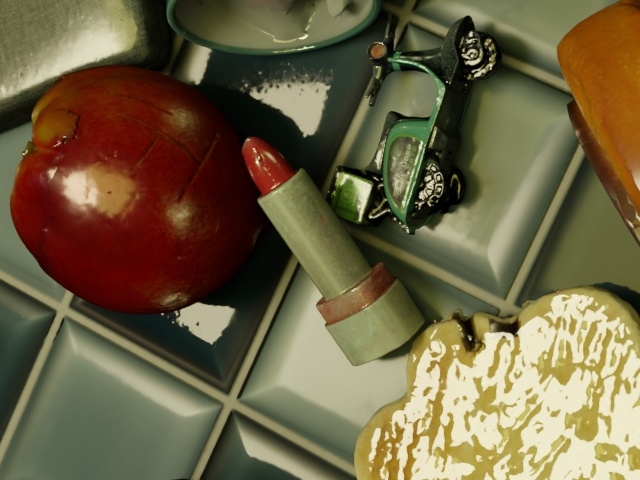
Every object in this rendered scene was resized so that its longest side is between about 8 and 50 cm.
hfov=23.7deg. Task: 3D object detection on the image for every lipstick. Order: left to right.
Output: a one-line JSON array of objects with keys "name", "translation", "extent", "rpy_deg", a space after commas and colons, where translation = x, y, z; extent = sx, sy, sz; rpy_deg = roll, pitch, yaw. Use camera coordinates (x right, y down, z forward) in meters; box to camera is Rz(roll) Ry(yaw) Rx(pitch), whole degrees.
[{"name": "lipstick", "translation": [0.001, -0.001, 1.126], "extent": [0.063, 0.057, 0.186], "rpy_deg": [-27, 101, 40]}]

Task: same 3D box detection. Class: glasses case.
[{"name": "glasses case", "translation": [-0.280, -0.153, 1.248], "extent": [0.323, 0.074, 0.131], "rpy_deg": [-20, 82, 18]}]

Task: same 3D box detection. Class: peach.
[{"name": "peach", "translation": [-0.132, -0.033, 1.146], "extent": [0.197, 0.197, 0.197], "rpy_deg": [0, 89, 19]}]

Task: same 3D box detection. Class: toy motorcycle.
[{"name": "toy motorcycle", "translation": [0.070, -0.088, 1.135], "extent": [0.100, 0.058, 0.173], "rpy_deg": [20, 98, 24]}]

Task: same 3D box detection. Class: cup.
[{"name": "cup", "translation": [-0.038, -0.245, 1.126], "extent": [0.299, 0.167, 0.173], "rpy_deg": [-2, 74, -5]}]

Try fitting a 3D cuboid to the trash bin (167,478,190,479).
[{"name": "trash bin", "translation": [-0.101, 0.244, 1.098], "extent": [0.165, 0.225, 0.115], "rpy_deg": [15, 94, 19]}]

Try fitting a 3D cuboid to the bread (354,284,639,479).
[{"name": "bread", "translation": [0.168, 0.182, 1.078], "extent": [0.316, 0.054, 0.316], "rpy_deg": [-4, 81, 29]}]

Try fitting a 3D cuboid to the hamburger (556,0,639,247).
[{"name": "hamburger", "translation": [0.316, -0.046, 0.915], "extent": [0.250, 0.330, 0.330], "rpy_deg": [-33, 79, 14]}]
